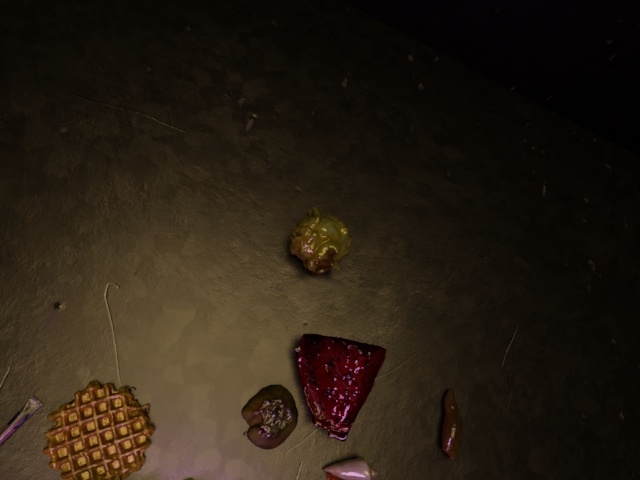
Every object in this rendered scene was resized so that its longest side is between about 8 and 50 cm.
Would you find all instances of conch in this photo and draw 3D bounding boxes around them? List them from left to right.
[{"bbox_3d":[0.103,0.788,1.436,0.176,0.094,0.105,-4,113,-13],"label":"conch"}]

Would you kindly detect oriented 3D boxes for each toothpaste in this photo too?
[{"bbox_3d":[-0.905,0.543,1.261,0.045,0.028,0.170,42,62,-7],"label":"toothpaste"}]

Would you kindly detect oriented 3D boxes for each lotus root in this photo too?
[{"bbox_3d":[-0.163,0.591,1.434,0.183,0.078,0.203,44,68,2],"label":"lotus root"}]

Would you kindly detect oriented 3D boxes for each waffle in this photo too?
[{"bbox_3d":[-0.661,0.591,1.298,0.328,0.062,0.330,5,70,-14],"label":"waffle"}]

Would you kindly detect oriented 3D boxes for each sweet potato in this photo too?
[{"bbox_3d":[0.489,0.680,1.592,0.077,0.077,0.244,14,70,-11],"label":"sweet potato"}]

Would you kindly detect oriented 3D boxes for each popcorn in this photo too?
[{"bbox_3d":[0.000,0.000,1.619,0.256,0.195,0.255,1,76,-35],"label":"popcorn"}]

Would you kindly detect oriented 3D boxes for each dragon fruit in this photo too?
[{"bbox_3d":[0.059,0.502,1.525,0.285,0.228,0.330,9,89,20],"label":"dragon fruit"}]

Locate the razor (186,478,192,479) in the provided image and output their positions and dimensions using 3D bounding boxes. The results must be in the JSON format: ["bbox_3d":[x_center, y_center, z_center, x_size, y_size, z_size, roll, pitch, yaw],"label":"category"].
[{"bbox_3d":[-0.432,0.878,1.276,0.111,0.056,0.278,19,70,31],"label":"razor"}]
